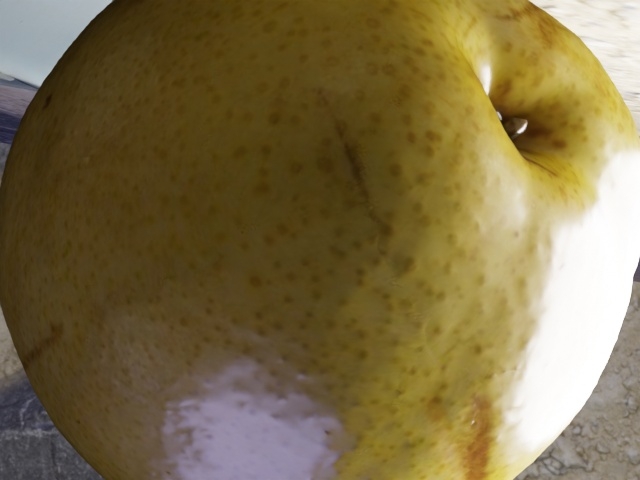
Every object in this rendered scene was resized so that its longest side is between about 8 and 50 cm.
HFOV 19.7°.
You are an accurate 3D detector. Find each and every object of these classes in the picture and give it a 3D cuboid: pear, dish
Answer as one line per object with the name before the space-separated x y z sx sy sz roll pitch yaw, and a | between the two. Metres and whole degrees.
pear | 0.000 0.000 0.874 0.314 0.314 0.314 12 177 1
dish | -0.223 -0.142 1.115 0.182 0.080 0.243 11 178 22
